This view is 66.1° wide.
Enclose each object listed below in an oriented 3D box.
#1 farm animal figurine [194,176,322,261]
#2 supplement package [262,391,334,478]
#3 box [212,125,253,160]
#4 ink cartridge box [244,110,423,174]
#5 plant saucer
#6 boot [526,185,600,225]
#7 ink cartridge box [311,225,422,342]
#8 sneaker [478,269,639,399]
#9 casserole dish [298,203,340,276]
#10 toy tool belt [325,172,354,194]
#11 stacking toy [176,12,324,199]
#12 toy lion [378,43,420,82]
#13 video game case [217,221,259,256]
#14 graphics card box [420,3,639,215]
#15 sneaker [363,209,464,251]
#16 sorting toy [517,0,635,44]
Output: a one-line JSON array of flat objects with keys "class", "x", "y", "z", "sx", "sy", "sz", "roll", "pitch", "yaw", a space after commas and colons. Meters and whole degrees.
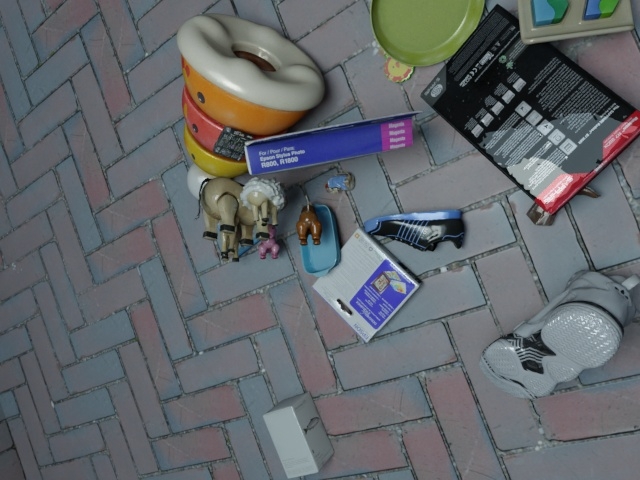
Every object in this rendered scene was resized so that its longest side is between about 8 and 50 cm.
[{"class": "farm animal figurine", "x": -0.169, "y": -0.071, "z": 1.179, "sx": 0.329, "sy": 0.326, "sz": 0.173, "roll": -11, "pitch": 73, "yaw": 28}, {"class": "supplement package", "x": -0.058, "y": 0.520, "z": 1.321, "sx": 0.105, "sy": 0.105, "sz": 0.180, "roll": -25, "pitch": 86, "yaw": 27}, {"class": "box", "x": -0.197, "y": -0.215, "z": 1.100, "sx": 0.083, "sy": 0.067, "sz": 0.018, "roll": -42, "pitch": 40, "yaw": 52}, {"class": "ink cartridge box", "x": 0.011, "y": -0.189, "z": 1.006, "sx": 0.323, "sy": 0.330, "sz": 0.072, "roll": -11, "pitch": 100, "yaw": -5}, {"class": "plant saucer", "x": 0.219, "y": -0.490, "z": 1.028, "sx": 0.240, "sy": 0.037, "sz": 0.241, "roll": -3, "pitch": 129, "yaw": -4}, {"class": "boot", "x": 0.494, "y": -0.070, "z": 1.008, "sx": 0.106, "sy": 0.037, "sz": 0.114, "roll": 35, "pitch": 108, "yaw": 33}, {"class": "ink cartridge box", "x": 0.110, "y": 0.109, "z": 1.218, "sx": 0.206, "sy": 0.045, "sz": 0.208, "roll": 45, "pitch": 113, "yaw": 16}, {"class": "sneaker", "x": 0.484, "y": 0.189, "z": 0.997, "sx": 0.137, "sy": 0.210, "sz": 0.366, "roll": 49, "pitch": 148, "yaw": 14}, {"class": "casserole dish", "x": 0.000, "y": 0.000, "z": 1.240, "sx": 0.114, "sy": 0.036, "sz": 0.189, "roll": -20, "pitch": 70, "yaw": 38}, {"class": "toy tool belt", "x": 0.041, "y": -0.140, "z": 1.218, "sx": 0.083, "sy": 0.051, "sz": 0.052, "roll": -8, "pitch": 93, "yaw": 27}, {"class": "stacking toy", "x": -0.229, "y": -0.272, "z": 1.238, "sx": 0.350, "sy": 0.350, "sz": 0.480, "roll": 43, "pitch": 129, "yaw": 16}, {"class": "toy lion", "x": 0.186, "y": -0.417, "z": 1.126, "sx": 0.100, "sy": 0.034, "sz": 0.096, "roll": -28, "pitch": 90, "yaw": 26}, {"class": "video game case", "x": -0.239, "y": -0.050, "z": 1.391, "sx": 0.119, "sy": 0.015, "sz": 0.166, "roll": -35, "pitch": 81, "yaw": 25}, {"class": "graphics card box", "x": 0.408, "y": -0.258, "z": 0.979, "sx": 0.371, "sy": 0.094, "sz": 0.233, "roll": 48, "pitch": 114, "yaw": 19}, {"class": "sneaker", "x": 0.211, "y": -0.016, "z": 1.132, "sx": 0.232, "sy": 0.081, "sz": 0.091, "roll": -5, "pitch": 87, "yaw": 26}, {"class": "sorting toy", "x": 0.467, "y": -0.469, "z": 0.913, "sx": 0.192, "sy": 0.038, "sz": 0.209, "roll": -4, "pitch": 76, "yaw": 11}]
